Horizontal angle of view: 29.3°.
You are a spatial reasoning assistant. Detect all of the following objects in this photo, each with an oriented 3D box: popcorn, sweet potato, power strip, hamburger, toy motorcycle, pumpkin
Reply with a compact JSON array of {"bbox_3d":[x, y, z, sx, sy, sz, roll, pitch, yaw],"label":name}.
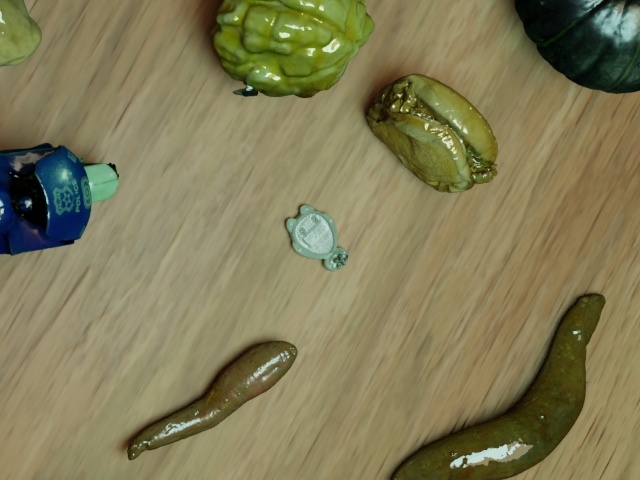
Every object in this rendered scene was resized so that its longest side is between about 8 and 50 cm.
[{"bbox_3d":[-0.039,-0.220,1.259,0.173,0.173,0.142,-12,78,-18],"label":"popcorn"},{"bbox_3d":[0.241,0.204,1.440,0.346,0.079,0.108,-41,95,-14],"label":"sweet potato"},{"bbox_3d":[0.000,0.000,1.355,0.055,0.035,0.083,-44,105,-10],"label":"power strip"},{"bbox_3d":[-0.117,0.175,1.327,0.214,0.050,0.050,-34,106,-9],"label":"sweet potato"},{"bbox_3d":[0.124,-0.115,1.331,0.147,0.138,0.083,41,83,-12],"label":"hamburger"},{"bbox_3d":[-0.343,-0.031,1.144,0.331,0.196,0.125,-12,100,-19],"label":"toy motorcycle"},{"bbox_3d":[0.334,-0.290,1.350,0.250,0.216,0.250,0,87,-5],"label":"pumpkin"}]

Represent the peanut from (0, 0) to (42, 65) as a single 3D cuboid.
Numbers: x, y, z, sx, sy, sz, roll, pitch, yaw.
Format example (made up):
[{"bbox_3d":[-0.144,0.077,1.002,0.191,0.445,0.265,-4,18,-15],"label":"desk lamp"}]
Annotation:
[{"bbox_3d":[-0.374,-0.241,1.165,0.229,0.098,0.103,18,131,-20],"label":"peanut"}]
